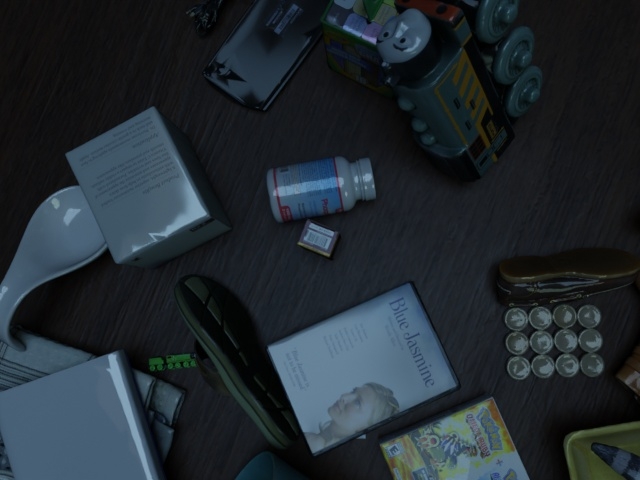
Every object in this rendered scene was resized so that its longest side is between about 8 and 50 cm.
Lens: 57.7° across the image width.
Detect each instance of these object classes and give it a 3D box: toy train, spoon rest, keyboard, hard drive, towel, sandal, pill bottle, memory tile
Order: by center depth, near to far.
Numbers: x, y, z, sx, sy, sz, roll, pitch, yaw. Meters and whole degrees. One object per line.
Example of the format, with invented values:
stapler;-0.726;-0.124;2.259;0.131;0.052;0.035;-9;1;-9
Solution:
toy train;0.191;-0.221;0.794;0.142;0.334;0.190;36;90;36
hard drive;-0.342;0.347;0.860;0.210;0.040;0.319;-20;85;4
sandal;-0.140;0.188;0.876;0.086;0.120;0.303;-32;86;22
memory tile;0.358;0.155;0.893;0.147;0.012;0.113;-3;85;4
pill bottle;0.002;-0.082;0.900;0.160;0.087;0.087;-10;84;3
spoon rest;-0.421;0.036;0.901;0.137;0.084;0.276;26;77;9
towel;-0.403;0.325;0.907;0.324;0.056;0.312;19;86;4
toy train;-0.234;0.193;0.927;0.083;0.017;0.024;-7;74;3
keyboard;-0.088;-0.385;0.962;0.201;0.033;0.317;36;87;0

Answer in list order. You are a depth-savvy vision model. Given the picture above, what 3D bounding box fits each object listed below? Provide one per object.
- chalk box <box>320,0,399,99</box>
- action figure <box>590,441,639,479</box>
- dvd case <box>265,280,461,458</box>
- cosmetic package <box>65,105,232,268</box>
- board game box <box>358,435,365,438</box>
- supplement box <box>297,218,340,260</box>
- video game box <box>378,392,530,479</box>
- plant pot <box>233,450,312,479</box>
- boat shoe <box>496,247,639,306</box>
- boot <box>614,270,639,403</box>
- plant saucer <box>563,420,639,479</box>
chalk box;0.089;-0.324;0.852;0.132;0.213;0.132;28;87;6
action figure;0.546;0.322;0.744;0.330;0.178;0.341;36;61;0
dvd case;0.065;0.193;0.886;0.252;0.022;0.181;-23;82;-7
cosmetic package;-0.252;-0.072;0.883;0.151;0.151;0.184;-27;83;2
board game box;0.024;0.260;0.901;0.089;0.020;0.090;-1;85;3
supplement box;0.000;0.000;0.894;0.054;0.083;0.043;22;86;5
video game box;0.211;0.361;0.868;0.187;0.048;0.205;-24;84;-1
plant pot;-0.037;0.469;0.766;0.235;0.293;0.293;31;87;-9
boat shoe;0.370;0.059;0.878;0.206;0.073;0.073;-4;122;7
boot;0.493;0.151;0.857;0.152;0.073;0.197;-39;81;4
plant saucer;0.532;0.407;0.825;0.332;0.081;0.333;-10;84;3
